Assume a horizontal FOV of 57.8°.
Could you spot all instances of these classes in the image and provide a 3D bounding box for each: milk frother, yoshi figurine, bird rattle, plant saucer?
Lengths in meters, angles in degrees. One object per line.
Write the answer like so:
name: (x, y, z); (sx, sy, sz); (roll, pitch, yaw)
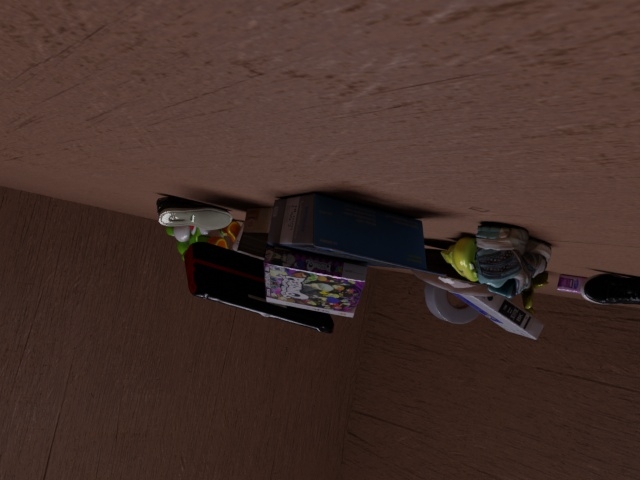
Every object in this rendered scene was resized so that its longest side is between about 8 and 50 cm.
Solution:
milk frother: (-0.166, -0.011, 1.720); (0.134, 0.129, 0.143); (18, 178, -8)
yoshi figurine: (-0.445, 0.000, 2.225); (0.362, 0.203, 0.203); (12, -176, 40)
bird rattle: (0.583, 0.113, 1.836); (0.253, 0.143, 0.207); (24, 173, 37)
plant saucer: (0.375, 0.088, 1.566); (0.310, 0.050, 0.310); (8, -167, -2)

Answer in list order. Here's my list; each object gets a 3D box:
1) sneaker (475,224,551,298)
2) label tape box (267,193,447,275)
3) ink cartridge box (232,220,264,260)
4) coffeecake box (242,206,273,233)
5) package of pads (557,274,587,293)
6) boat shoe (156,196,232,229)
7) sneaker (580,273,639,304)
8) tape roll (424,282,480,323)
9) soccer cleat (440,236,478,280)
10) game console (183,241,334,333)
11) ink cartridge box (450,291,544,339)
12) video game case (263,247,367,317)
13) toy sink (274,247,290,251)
sneaker: (0.358, 0.050, 1.111); (0.110, 0.122, 0.283); (9, 176, 37)
label tape box: (0.064, -0.013, 1.129); (0.240, 0.106, 0.333); (13, 176, -23)
ink cartridge box: (-0.165, 0.035, 2.154); (0.198, 0.115, 0.273); (26, -177, 25)
coffeecake box: (-0.089, -0.035, 1.538); (0.185, 0.068, 0.142); (13, 174, -33)
package of pads: (0.770, 0.134, 1.769); (0.083, 0.050, 0.032); (8, 170, 38)
boat shoe: (-0.370, -0.085, 1.715); (0.233, 0.084, 0.079); (5, -142, -36)
sneaker: (0.776, 0.121, 1.441); (0.216, 0.079, 0.121); (3, 174, -6)
tape roll: (0.483, 0.184, 2.064); (0.219, 0.219, 0.072); (12, 177, -16)
soccer cleat: (0.331, 0.044, 1.348); (0.121, 0.094, 0.289); (12, 177, 23)
game console: (-0.173, 0.125, 1.558); (0.386, 0.060, 0.342); (18, -165, -20)
ink cartridge box: (0.531, 0.197, 1.833); (0.332, 0.065, 0.165); (32, 173, -16)
video game case: (-0.016, 0.096, 1.257); (0.210, 0.042, 0.232); (10, 154, 1)
toy sink: (-0.007, 0.053, 1.414); (0.131, 0.153, 0.234); (9, 155, -27)
